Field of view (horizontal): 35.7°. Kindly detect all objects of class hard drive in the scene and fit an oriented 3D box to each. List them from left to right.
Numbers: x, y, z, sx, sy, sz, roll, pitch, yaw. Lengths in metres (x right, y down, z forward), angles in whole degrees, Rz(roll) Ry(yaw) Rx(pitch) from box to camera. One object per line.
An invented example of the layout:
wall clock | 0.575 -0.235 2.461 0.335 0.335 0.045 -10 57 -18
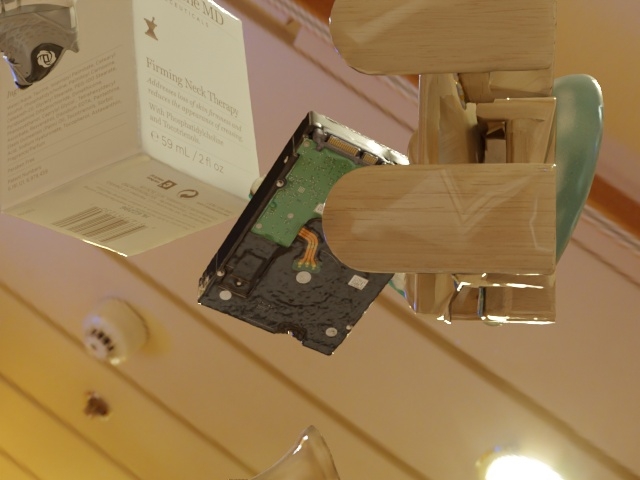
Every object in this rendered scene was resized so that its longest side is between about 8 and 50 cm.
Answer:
hard drive | 0.000 0.000 1.435 0.236 0.064 0.339 23 -58 -20

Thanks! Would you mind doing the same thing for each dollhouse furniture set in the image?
dollhouse furniture set | 0.063 -0.133 0.812 0.256 0.362 0.394 0 -98 14

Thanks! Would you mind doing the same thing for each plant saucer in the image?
plant saucer | 0.235 -0.055 1.183 0.043 0.318 0.318 20 -44 -8

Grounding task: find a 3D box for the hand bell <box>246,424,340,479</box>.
hand bell | -0.106 0.213 0.672 0.126 0.242 0.126 169 -90 -77

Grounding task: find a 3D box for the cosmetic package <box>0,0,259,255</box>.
cosmetic package | -0.341 -0.230 1.764 0.327 0.329 0.394 -19 -113 28

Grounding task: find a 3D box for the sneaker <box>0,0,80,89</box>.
sneaker | -0.403 -0.240 1.208 0.228 0.086 0.132 -8 -55 -6

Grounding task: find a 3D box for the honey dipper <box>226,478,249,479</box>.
honey dipper | -0.148 0.327 1.300 0.030 0.160 0.031 -10 -107 35

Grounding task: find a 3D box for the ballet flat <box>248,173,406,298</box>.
ballet flat | 0.079 -0.024 1.676 0.408 0.147 0.147 32 -43 -12
